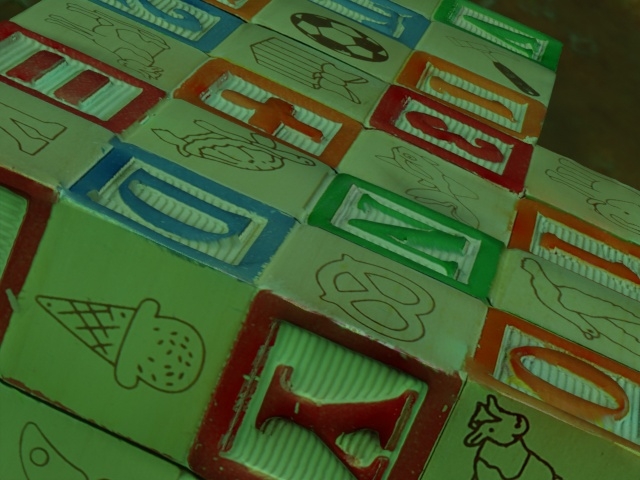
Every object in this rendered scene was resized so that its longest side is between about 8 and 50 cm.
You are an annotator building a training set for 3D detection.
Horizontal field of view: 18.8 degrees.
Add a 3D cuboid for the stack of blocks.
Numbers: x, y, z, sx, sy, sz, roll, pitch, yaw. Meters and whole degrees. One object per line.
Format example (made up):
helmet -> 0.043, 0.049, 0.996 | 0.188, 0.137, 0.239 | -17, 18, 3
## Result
stack of blocks -> 0.000, 0.000, 0.514 | 0.171, 0.087, 0.297 | 24, 21, 2
